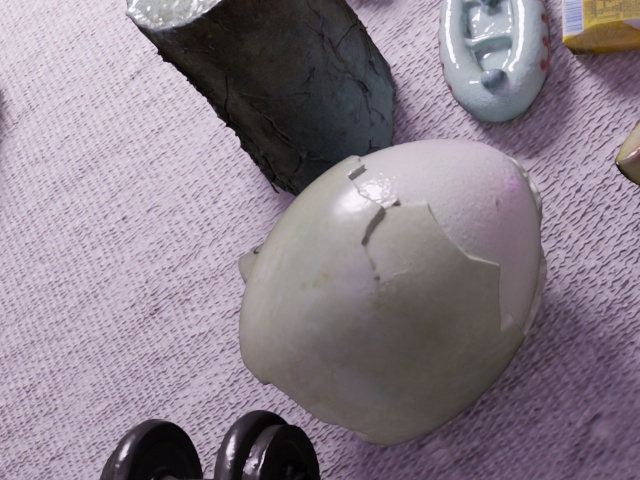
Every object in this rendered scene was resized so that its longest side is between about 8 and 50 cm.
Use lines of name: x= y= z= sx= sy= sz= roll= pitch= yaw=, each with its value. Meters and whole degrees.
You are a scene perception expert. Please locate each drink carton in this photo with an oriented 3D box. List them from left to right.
drink carton: x=0.371 y=-0.251 z=1.046 sx=0.200 sy=0.084 sz=0.075 roll=-4 pitch=84 yaw=24

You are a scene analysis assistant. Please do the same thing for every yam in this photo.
yam: x=-0.066 y=-0.228 z=1.123 sx=0.241 sy=0.348 sz=0.241 roll=-13 pitch=58 yaw=22

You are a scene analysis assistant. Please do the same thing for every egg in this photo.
egg: x=0.083 y=0.040 z=0.985 sx=0.278 sy=0.278 sz=0.336 roll=39 pitch=97 yaw=29

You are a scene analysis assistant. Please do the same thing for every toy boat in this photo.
toy boat: x=0.202 y=-0.240 z=1.127 sx=0.134 sy=0.079 sz=0.208 roll=-7 pitch=71 yaw=21

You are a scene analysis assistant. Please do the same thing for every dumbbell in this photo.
dumbbell: x=-0.125 y=0.291 z=1.067 sx=0.290 sy=0.192 sz=0.192 roll=-9 pitch=72 yaw=22

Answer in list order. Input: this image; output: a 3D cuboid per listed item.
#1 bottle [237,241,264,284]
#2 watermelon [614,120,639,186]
bottle: x=0.000 y=0.000 z=1.155 sx=0.201 sy=0.072 sz=0.072 roll=-32 pitch=64 yaw=14
watermelon: x=0.446 y=-0.117 z=0.951 sx=0.303 sy=0.159 sz=0.128 roll=-28 pitch=95 yaw=13
